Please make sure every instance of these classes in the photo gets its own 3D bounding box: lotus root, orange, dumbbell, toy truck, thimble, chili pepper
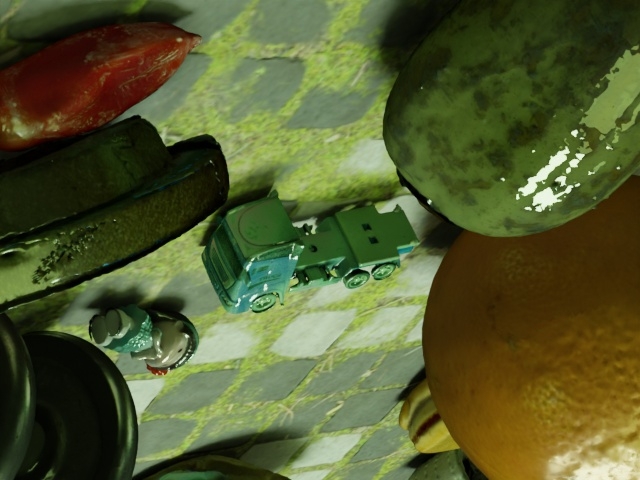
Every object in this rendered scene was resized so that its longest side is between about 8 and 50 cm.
[{"bbox_3d":[0.163,-0.124,1.135,0.173,0.173,0.309,0,141,-41],"label":"lotus root"},{"bbox_3d":[0.241,0.092,1.414,0.312,0.312,0.312,-20,153,-11],"label":"orange"},{"bbox_3d":[-0.251,0.139,1.201,0.192,0.192,0.290,-33,153,13],"label":"dumbbell"},{"bbox_3d":[0.000,0.000,1.304,0.175,0.067,0.081,-11,149,-27],"label":"toy truck"},{"bbox_3d":[0.161,0.288,1.920,0.090,0.102,0.115,-40,143,26],"label":"thimble"},{"bbox_3d":[-0.156,-0.093,1.017,0.191,0.050,0.059,-26,117,-24],"label":"chili pepper"}]

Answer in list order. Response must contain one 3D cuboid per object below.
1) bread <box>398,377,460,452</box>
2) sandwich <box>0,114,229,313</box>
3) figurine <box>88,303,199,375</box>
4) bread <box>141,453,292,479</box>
[{"bbox_3d":[0.185,0.165,1.750,0.200,0.077,0.116,-7,146,-36],"label":"bread"},{"bbox_3d":[-0.173,-0.026,1.053,0.235,0.159,0.079,-17,110,-8],"label":"sandwich"},{"bbox_3d":[-0.144,0.080,1.344,0.060,0.047,0.106,-45,147,16],"label":"figurine"},{"bbox_3d":[-0.108,0.311,1.668,0.261,0.156,0.158,-22,155,-10],"label":"bread"}]
